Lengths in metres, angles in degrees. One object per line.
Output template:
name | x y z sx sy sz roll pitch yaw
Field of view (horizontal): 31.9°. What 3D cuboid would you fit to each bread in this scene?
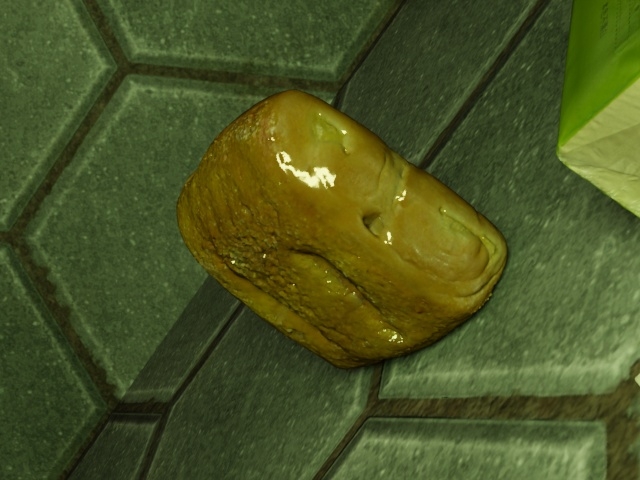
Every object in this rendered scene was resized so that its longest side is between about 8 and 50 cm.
bread | -0.003 0.007 1.252 0.337 0.328 0.148 -30 28 55

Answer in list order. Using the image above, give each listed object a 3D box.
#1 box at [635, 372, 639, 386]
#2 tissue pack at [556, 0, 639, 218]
box | 0.309 0.044 0.546 0.265 0.097 0.168 -50 42 22
tissue pack | 0.318 -0.171 0.922 0.200 0.167 0.274 -43 21 41
